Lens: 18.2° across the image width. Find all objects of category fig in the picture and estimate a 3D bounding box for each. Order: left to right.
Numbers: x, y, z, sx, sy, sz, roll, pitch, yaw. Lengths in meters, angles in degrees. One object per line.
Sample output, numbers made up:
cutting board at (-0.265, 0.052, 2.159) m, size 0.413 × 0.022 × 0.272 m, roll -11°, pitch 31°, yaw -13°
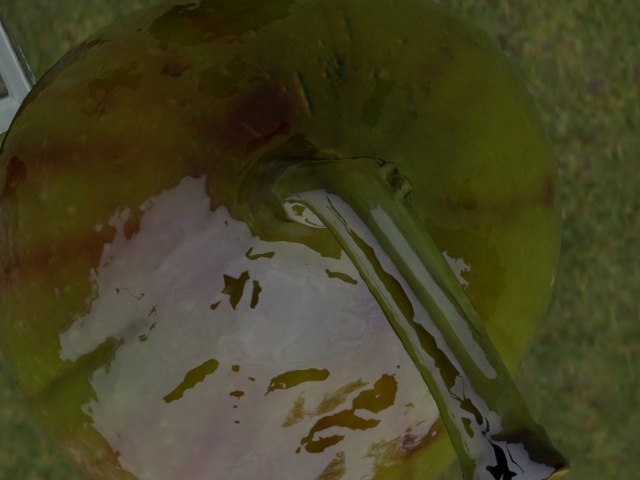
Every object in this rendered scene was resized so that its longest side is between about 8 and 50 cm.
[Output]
fig at (-0.014, 0.001, 0.468) m, size 0.142 × 0.148 × 0.186 m, roll 0°, pitch 166°, yaw 6°

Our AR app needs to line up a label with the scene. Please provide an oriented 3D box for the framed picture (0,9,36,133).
framed picture at (-0.258, -0.170, 0.971) m, size 0.232 × 0.019 × 0.296 m, roll -13°, pitch 104°, yaw 45°
